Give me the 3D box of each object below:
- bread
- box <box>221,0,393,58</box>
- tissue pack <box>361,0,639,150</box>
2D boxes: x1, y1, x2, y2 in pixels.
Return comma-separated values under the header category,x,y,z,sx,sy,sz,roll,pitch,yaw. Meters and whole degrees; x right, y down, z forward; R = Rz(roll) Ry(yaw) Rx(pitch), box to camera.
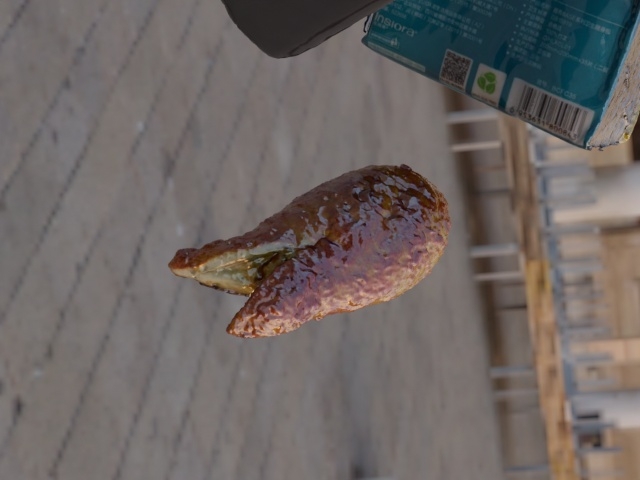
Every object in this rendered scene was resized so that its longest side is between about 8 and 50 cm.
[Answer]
category,x,y,z,sx,sy,sz,roll,pitch,yaw
bread,0.008,0.003,1.328,0.269,0.139,0.095,-18,130,-37
box,-0.001,-0.300,1.027,0.290,0.289,0.073,60,39,-6
tissue pack,0.196,-0.222,1.454,0.134,0.271,0.192,-9,124,-58
